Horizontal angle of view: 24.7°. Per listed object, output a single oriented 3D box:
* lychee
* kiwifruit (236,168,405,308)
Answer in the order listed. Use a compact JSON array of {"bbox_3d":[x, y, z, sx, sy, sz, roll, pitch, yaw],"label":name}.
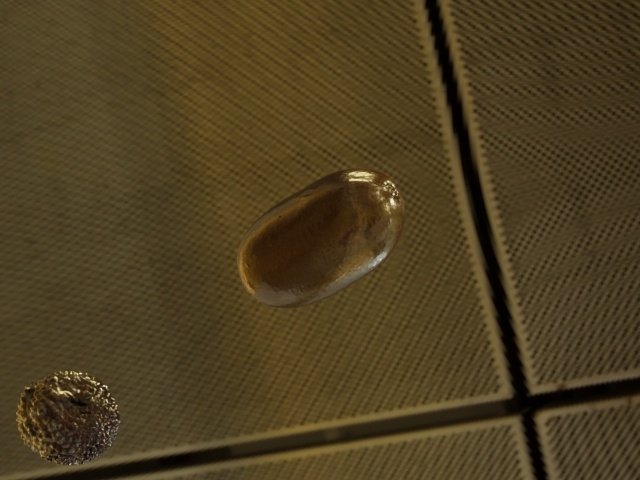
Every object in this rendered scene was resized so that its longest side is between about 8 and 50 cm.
[{"bbox_3d":[-0.178,0.126,1.033,0.083,0.068,0.067,-32,-124,49],"label":"lychee"},{"bbox_3d":[0.000,0.000,0.972,0.124,0.075,0.075,-29,-97,16],"label":"kiwifruit"}]
